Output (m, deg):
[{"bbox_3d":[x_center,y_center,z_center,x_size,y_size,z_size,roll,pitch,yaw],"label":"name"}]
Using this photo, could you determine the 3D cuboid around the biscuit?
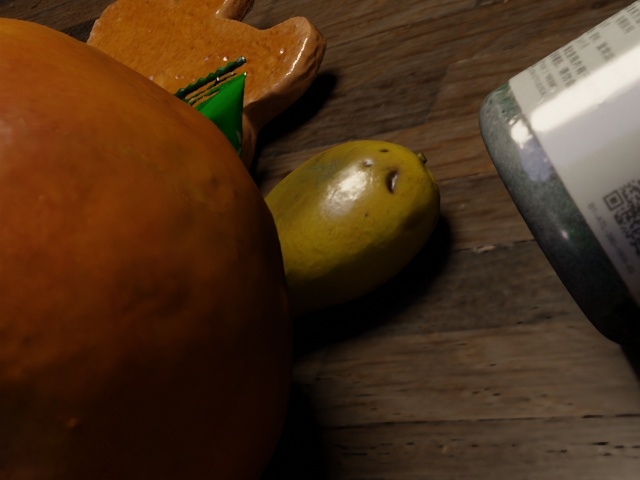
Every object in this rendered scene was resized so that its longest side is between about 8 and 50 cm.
[{"bbox_3d":[-0.115,-0.142,1.055,0.205,0.049,0.324,-54,41,-4],"label":"biscuit"}]

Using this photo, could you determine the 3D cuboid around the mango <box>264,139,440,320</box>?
[{"bbox_3d":[0.000,0.000,0.764,0.161,0.076,0.103,-37,37,21],"label":"mango"}]

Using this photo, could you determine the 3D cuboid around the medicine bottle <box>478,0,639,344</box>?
[{"bbox_3d":[0.228,-0.078,0.561,0.293,0.141,0.141,-31,33,15],"label":"medicine bottle"}]

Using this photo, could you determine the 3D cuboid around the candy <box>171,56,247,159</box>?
[{"bbox_3d":[-0.112,-0.029,0.881,0.141,0.078,0.203,-16,52,20],"label":"candy"}]

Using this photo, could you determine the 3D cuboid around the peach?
[{"bbox_3d":[-0.183,0.058,0.647,0.342,0.343,0.302,-24,24,24],"label":"peach"}]
